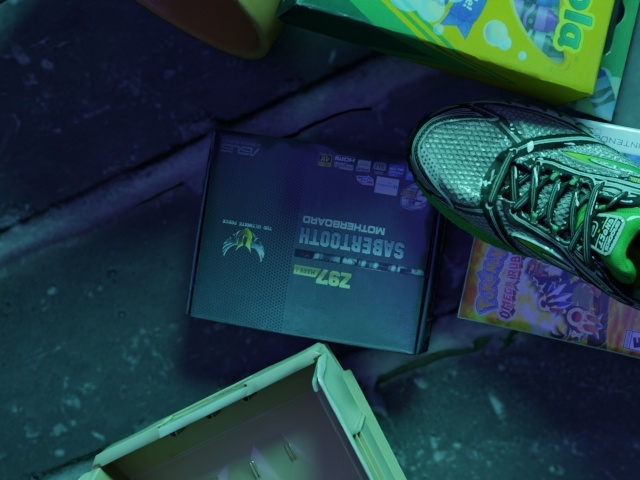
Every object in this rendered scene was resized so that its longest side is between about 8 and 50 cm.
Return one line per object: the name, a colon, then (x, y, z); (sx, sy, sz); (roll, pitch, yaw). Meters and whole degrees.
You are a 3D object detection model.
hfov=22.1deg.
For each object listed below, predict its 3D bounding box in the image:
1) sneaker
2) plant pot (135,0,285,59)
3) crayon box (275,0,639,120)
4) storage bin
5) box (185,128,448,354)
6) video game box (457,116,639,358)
sneaker: (0.230, -0.030, 1.391); (0.343, 0.146, 0.134); (24, 95, 14)
plant pot: (-0.112, -0.332, 1.484); (0.291, 0.291, 0.203); (32, 81, 13)
crayon box: (0.145, -0.246, 1.412); (0.322, 0.083, 0.203); (15, 84, -14)
storage bin: (-0.052, 0.266, 1.507); (0.262, 0.123, 0.260); (-27, 90, 14)
box: (0.000, 0.000, 1.545); (0.232, 0.059, 0.183); (10, 93, 15)
video game box: (0.236, -0.009, 1.489); (0.187, 0.048, 0.205); (12, 92, 17)
